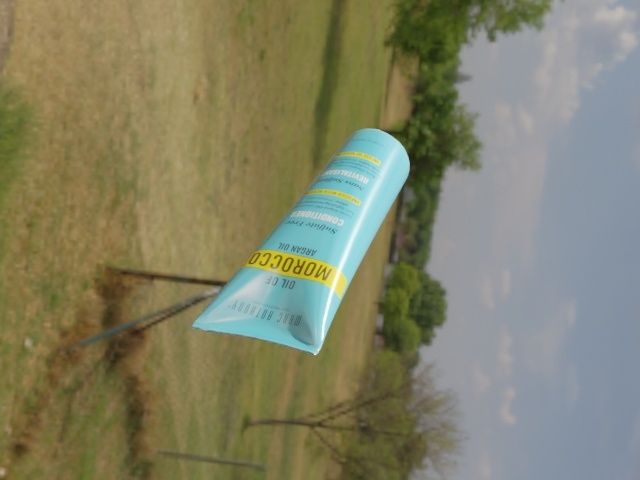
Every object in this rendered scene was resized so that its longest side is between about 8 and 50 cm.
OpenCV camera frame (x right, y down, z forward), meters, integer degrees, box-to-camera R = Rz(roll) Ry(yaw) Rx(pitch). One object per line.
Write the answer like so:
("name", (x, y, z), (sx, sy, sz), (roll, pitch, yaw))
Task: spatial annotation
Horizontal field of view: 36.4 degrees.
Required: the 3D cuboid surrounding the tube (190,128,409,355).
("tube", (0.000, 0.000, 0.633), (0.207, 0.080, 0.052), (-56, 144, -46))
